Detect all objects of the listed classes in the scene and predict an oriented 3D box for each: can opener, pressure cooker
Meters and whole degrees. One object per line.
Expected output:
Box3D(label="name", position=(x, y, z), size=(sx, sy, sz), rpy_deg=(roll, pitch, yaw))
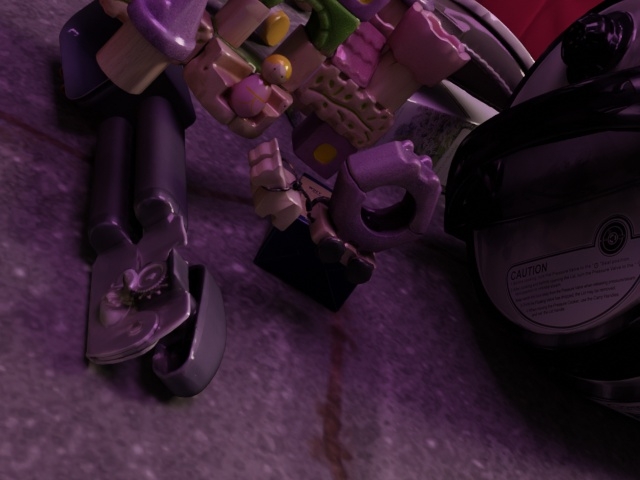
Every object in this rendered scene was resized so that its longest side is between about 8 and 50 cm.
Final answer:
Box3D(label="can opener", position=(-0.119, 0.002, 0.828), size=(0.095, 0.076, 0.283), rpy_deg=(57, 12, -33))
Box3D(label="pressure cooker", position=(0.332, -0.026, 1.029), size=(0.420, 0.370, 0.375), rpy_deg=(24, 25, -28))

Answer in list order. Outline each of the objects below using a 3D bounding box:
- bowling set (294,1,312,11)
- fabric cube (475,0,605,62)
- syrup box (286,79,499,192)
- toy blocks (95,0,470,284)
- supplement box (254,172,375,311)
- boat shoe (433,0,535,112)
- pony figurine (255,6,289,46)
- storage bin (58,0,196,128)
Box3D(label="bowling set", position=(-0.103, -0.428, 1.487), size=(0.200, 0.154, 0.287), rpy_deg=(0, 40, -20))
Box3D(label="fabric cube", position=(0.456, -0.420, 1.939), size=(0.254, 0.258, 0.259), rpy_deg=(-7, 48, -52))
Box3D(label="syrup box", position=(0.089, -0.127, 1.221), size=(0.237, 0.093, 0.096), rpy_deg=(14, 33, -35))
Box3D(label="toy blocks", position=(0.009, -0.198, 0.880), size=(0.289, 0.260, 0.309), rpy_deg=(37, 22, -28))
Box3D(label="supplement box", position=(0.000, 0.000, 0.954), size=(0.083, 0.056, 0.083), rpy_deg=(32, 27, -6))
Box3D(label="boat shoe", position=(0.096, -0.223, 1.182), size=(0.305, 0.091, 0.109), rpy_deg=(41, -17, 6))
Box3D(label="pony figurine", position=(-0.183, -0.405, 1.234), size=(0.363, 0.303, 0.351), rpy_deg=(39, -5, 16))
Box3D(label="storage bin", position=(-0.164, -0.139, 0.975), size=(0.091, 0.098, 0.135), rpy_deg=(50, 13, -39))
